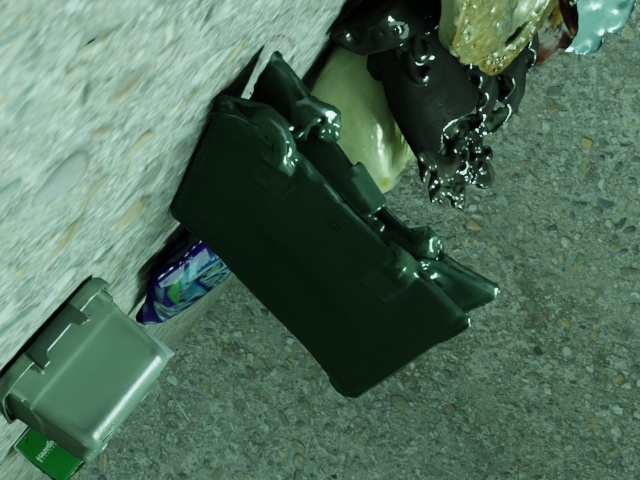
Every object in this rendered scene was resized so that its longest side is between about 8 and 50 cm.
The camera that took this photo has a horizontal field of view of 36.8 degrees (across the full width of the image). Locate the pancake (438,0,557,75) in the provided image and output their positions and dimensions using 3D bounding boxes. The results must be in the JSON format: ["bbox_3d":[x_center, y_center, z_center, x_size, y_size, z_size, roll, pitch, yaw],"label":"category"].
[{"bbox_3d":[0.210,-0.329,0.852,0.387,0.082,0.387,-48,158,-27],"label":"pancake"}]

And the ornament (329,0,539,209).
[{"bbox_3d":[0.153,-0.183,1.013,0.106,0.260,0.251,2,-134,52],"label":"ornament"}]

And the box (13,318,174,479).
[{"bbox_3d":[-0.276,0.195,1.194,0.199,0.081,0.135,-53,-179,-4],"label":"box"}]

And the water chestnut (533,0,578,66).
[{"bbox_3d":[0.240,-0.320,1.187,0.238,0.224,0.224,-12,-158,29],"label":"water chestnut"}]

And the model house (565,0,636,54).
[{"bbox_3d":[0.333,-0.477,1.453,0.329,0.251,0.295,-92,-169,-54],"label":"model house"}]

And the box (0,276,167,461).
[{"bbox_3d":[-0.195,0.117,0.801,0.124,0.093,0.172,-51,-179,-22],"label":"box"}]

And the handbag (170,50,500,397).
[{"bbox_3d":[-0.002,0.002,0.788,0.079,0.247,0.260,-44,179,-24],"label":"handbag"}]

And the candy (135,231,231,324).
[{"bbox_3d":[-0.150,0.032,1.127,0.145,0.070,0.275,-42,180,-21],"label":"candy"}]

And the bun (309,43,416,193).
[{"bbox_3d":[0.059,-0.166,1.114,0.229,0.145,0.229,-26,123,-49],"label":"bun"}]
